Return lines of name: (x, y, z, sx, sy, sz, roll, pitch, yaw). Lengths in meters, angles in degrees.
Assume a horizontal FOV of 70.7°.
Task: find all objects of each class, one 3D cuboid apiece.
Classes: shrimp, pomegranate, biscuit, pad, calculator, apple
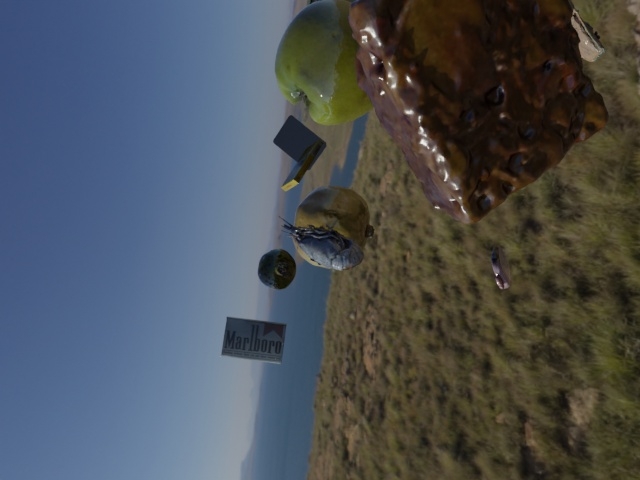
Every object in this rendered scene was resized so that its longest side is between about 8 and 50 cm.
shrimp: (-0.004, 0.001, 1.529, 0.145, 0.343, 0.116, -53, -30, -20)
pomegranate: (0.052, -0.050, 1.768, 0.332, 0.332, 0.333, -174, 90, -84)
biscuit: (0.255, -0.269, 0.749, 0.395, 0.342, 0.166, 59, 173, -17)
pad: (-0.067, -0.315, 1.459, 0.112, 0.157, 0.003, -52, -4, 23)
calculator: (0.517, 0.077, 1.289, 0.103, 0.024, 0.166, 56, -146, -20)
apple: (0.041, -0.442, 1.125, 0.258, 0.295, 0.233, -52, 16, -15)
pomegranate: (-0.134, 0.087, 1.361, 0.130, 0.130, 0.130, -174, 90, -84)

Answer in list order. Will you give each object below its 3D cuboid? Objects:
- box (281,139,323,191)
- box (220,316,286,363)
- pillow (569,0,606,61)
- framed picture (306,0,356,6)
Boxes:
box: (-0.051, -0.212, 1.279, 0.087, 0.023, 0.155, -14, 42, 58)
box: (-0.193, 0.288, 1.306, 0.036, 0.177, 0.115, 119, 158, -84)
pillow: (0.625, -0.546, 1.123, 0.232, 0.043, 0.126, 58, -160, 4)
framed picture: (0.053, -0.597, 1.309, 0.020, 0.211, 0.290, -91, 11, -80)
